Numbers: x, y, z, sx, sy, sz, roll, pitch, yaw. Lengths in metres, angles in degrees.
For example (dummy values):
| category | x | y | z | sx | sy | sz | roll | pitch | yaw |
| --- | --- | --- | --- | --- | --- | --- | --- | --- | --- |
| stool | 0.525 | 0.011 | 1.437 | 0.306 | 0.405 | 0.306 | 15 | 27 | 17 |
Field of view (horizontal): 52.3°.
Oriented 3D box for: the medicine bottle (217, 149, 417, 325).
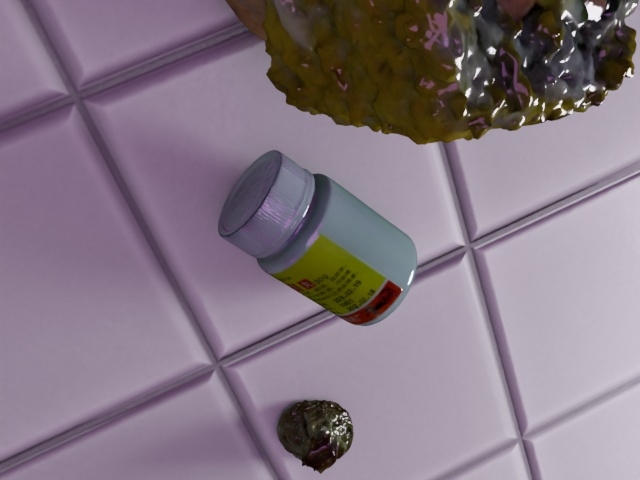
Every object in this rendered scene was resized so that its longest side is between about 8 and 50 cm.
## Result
| category | x | y | z | sx | sy | sz | roll | pitch | yaw |
| --- | --- | --- | --- | --- | --- | --- | --- | --- | --- |
| medicine bottle | 0.000 | 0.000 | 0.803 | 0.225 | 0.139 | 0.139 | 34 | 98 | -26 |

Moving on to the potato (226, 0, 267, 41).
| category | x | y | z | sx | sy | sz | roll | pitch | yaw |
| --- | --- | --- | --- | --- | --- | --- | --- | --- | --- |
| potato | -0.055 | -0.288 | 0.686 | 0.118 | 0.109 | 0.178 | -43 | 118 | -13 |

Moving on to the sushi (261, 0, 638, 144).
| category | x | y | z | sx | sy | sz | roll | pitch | yaw |
| --- | --- | --- | --- | --- | --- | --- | --- | --- | --- |
| sushi | 0.145 | -0.290 | 0.625 | 0.396 | 0.240 | 0.351 | -19 | 113 | -35 |

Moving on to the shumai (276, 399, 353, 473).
| category | x | y | z | sx | sy | sz | roll | pitch | yaw |
| --- | --- | --- | --- | --- | --- | --- | --- | --- | --- |
| shumai | 0.003 | 0.295 | 0.955 | 0.123 | 0.087 | 0.099 | 17 | 104 | -24 |
